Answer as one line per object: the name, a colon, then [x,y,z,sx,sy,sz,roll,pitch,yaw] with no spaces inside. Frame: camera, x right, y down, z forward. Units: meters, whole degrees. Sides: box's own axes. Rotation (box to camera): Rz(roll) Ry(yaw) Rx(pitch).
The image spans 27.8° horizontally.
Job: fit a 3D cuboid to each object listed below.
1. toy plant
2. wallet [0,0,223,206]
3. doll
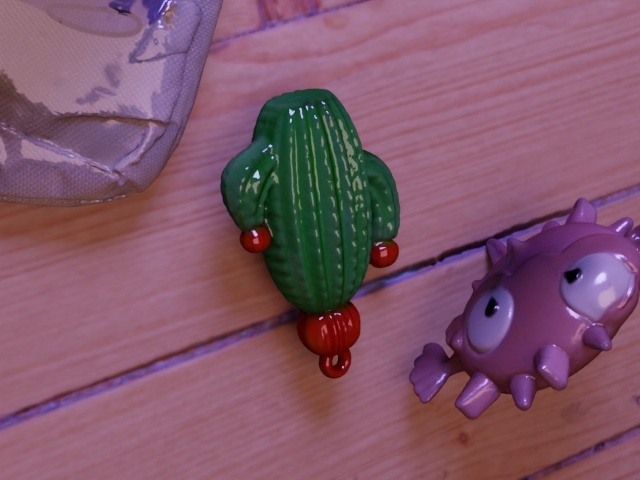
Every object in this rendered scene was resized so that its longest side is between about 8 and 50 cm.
toy plant: [0.006,-0.013,1.085,0.154,0.088,0.240,-48,126,-25]
wallet: [-0.210,-0.171,0.950,0.275,0.068,0.335,14,95,-26]
doll: [0.184,0.063,1.125,0.262,0.211,0.093,-31,120,31]
